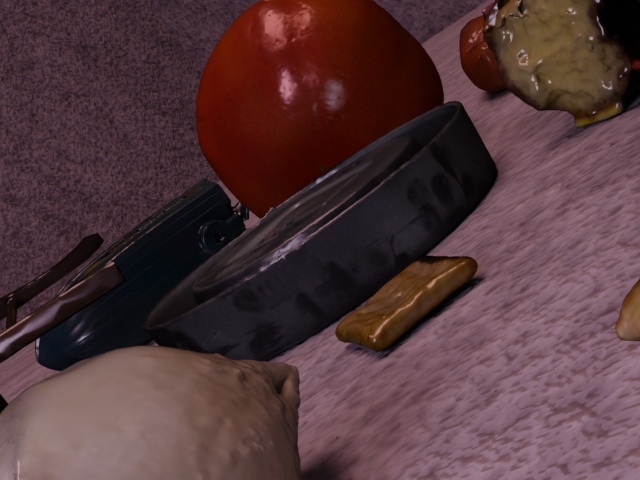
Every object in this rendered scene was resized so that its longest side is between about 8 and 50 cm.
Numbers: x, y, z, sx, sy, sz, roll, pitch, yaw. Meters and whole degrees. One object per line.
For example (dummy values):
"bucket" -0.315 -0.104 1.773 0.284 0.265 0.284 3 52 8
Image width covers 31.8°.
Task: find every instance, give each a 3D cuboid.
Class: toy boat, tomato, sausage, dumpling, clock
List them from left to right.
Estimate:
"dumpling" -0.085 0.123 0.462 0.166 0.126 0.216 -61 6 26
"toy boat" -0.207 0.049 1.295 0.296 0.114 0.122 -39 16 -24
"tomato" -0.006 -0.127 1.141 0.260 0.260 0.180 -33 37 16
"clock" 0.000 -0.001 0.928 0.319 0.066 0.319 -35 9 6
"sausage" 0.203 -0.216 1.299 0.089 0.089 0.179 -34 12 12

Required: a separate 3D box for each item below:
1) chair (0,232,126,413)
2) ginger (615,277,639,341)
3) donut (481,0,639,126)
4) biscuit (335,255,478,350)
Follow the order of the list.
"chair" -0.231 0.148 0.719 0.319 0.160 0.186 -36 14 -8
"ginger" 0.218 -0.067 0.377 0.333 0.080 0.166 -44 23 -30
"donut" 0.266 -0.194 0.732 0.259 0.136 0.345 -35 9 -12
"biscuit" 0.050 0.037 0.677 0.081 0.018 0.083 -37 8 -13
